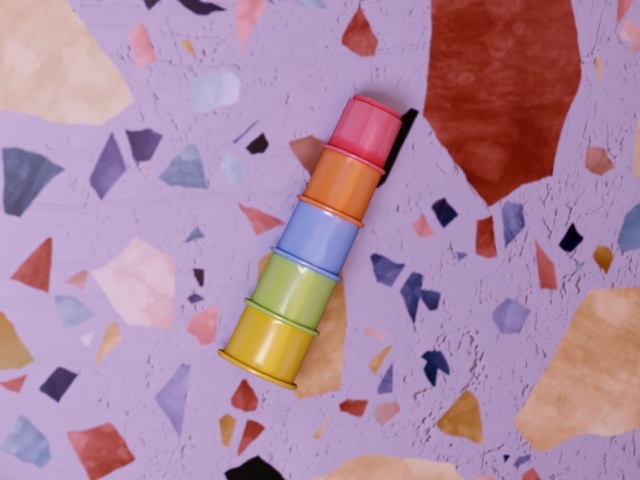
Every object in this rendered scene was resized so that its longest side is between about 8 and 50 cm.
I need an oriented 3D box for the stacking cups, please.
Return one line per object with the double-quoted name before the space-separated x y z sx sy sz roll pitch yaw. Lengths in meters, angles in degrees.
"stacking cups" 0.000 0.000 1.374 0.096 0.096 0.316 28 86 -24
